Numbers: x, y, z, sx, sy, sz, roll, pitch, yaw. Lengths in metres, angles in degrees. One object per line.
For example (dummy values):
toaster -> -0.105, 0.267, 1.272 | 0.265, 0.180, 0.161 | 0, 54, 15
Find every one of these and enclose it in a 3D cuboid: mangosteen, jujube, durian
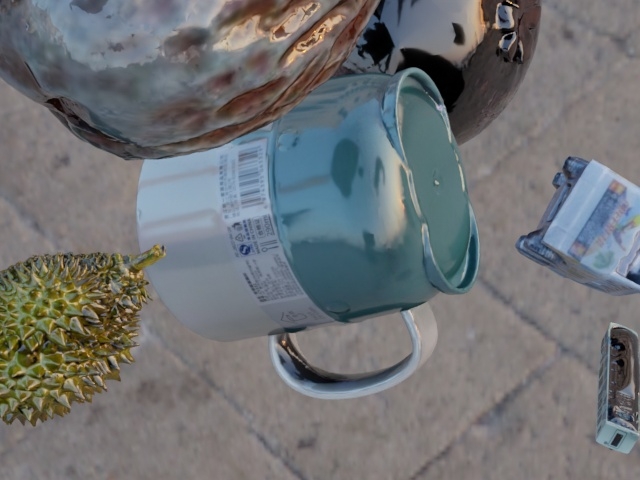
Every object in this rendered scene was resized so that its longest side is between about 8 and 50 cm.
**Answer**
mangosteen -> 0.061, -0.288, 1.951 | 0.435, 0.382, 0.382 | 9, 52, 30
jujube -> -0.090, -0.187, 0.997 | 0.246, 0.215, 0.308 | 20, 47, 15
durian -> -0.192, 0.074, 1.181 | 0.208, 0.146, 0.102 | -36, 48, 7

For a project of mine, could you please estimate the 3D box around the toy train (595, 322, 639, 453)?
toy train -> 0.347, 0.166, 1.818 | 0.043, 0.047, 0.207 | 21, 34, -2

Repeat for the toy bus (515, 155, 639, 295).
toy bus -> 0.290, -0.006, 1.648 | 0.136, 0.329, 0.109 | 30, 90, 5

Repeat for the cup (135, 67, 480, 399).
cup -> 0.000, 0.000, 1.385 | 0.257, 0.290, 0.219 | -10, 13, 29
